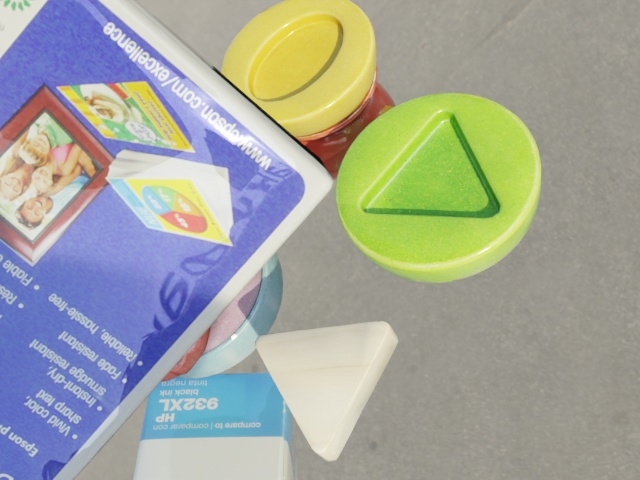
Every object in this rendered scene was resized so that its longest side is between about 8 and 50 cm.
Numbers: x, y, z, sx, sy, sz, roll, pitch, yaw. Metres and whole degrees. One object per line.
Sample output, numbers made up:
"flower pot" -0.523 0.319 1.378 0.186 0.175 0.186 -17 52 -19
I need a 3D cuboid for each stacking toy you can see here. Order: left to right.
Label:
"stacking toy" 0.000 0.000 0.589 0.279 0.130 0.309 32 78 32

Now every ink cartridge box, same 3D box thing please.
"ink cartridge box" -0.206 -0.016 0.390 0.307 0.303 0.072 -47 16 7
"ink cartridge box" -0.085 0.298 0.669 0.307 0.129 0.223 -90 0 -48
